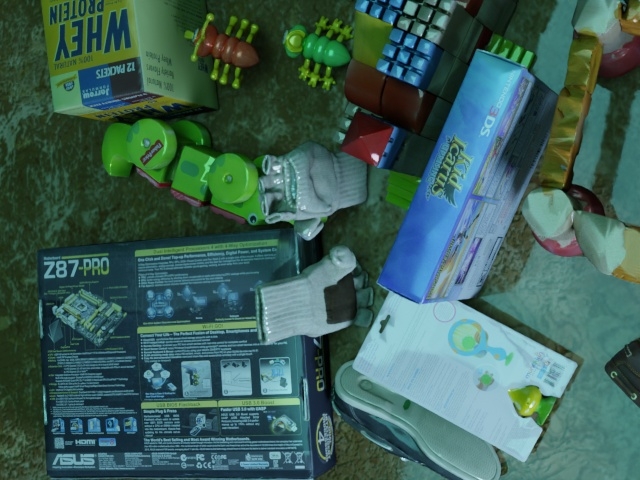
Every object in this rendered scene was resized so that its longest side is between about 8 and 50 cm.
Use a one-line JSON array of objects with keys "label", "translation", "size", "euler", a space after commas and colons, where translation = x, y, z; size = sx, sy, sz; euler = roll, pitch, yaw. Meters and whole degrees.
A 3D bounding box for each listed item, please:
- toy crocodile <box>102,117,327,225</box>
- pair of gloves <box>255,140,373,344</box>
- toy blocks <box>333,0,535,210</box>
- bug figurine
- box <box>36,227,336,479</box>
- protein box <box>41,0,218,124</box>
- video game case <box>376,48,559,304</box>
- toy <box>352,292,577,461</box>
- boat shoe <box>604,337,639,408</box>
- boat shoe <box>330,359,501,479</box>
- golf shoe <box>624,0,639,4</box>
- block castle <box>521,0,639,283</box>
[{"label": "toy crocodile", "translation": [-0.146, -0.084, 1.450], "size": [0.340, 0.115, 0.105], "euler": [23, 104, 22]}, {"label": "pair of gloves", "translation": [0.000, 0.000, 1.345], "size": [0.042, 0.204, 0.240], "euler": [4, 94, 38]}, {"label": "toy blocks", "translation": [0.117, -0.225, 1.270], "size": [0.190, 0.261, 0.381], "euler": [27, 98, 19]}, {"label": "bug figurine", "translation": [-0.046, -0.320, 1.408], "size": [0.216, 0.072, 0.279], "euler": [17, 95, 2]}, {"label": "box", "translation": [-0.185, 0.153, 1.471], "size": [0.394, 0.097, 0.318], "euler": [-5, 89, 21]}, {"label": "protein box", "translation": [-0.247, -0.266, 1.444], "size": [0.136, 0.200, 0.201], "euler": [-9, 87, 22]}, {"label": "video game case", "translation": [0.176, -0.063, 1.254], "size": [0.061, 0.244, 0.270], "euler": [26, 98, 20]}, {"label": "toy", "translation": [0.175, 0.150, 1.352], "size": [0.237, 0.056, 0.137], "euler": [28, 100, 13]}, {"label": "boat shoe", "translation": [0.408, 0.205, 1.257], "size": [0.073, 0.073, 0.207], "euler": [-42, 69, 17]}, {"label": "boat shoe", "translation": [0.116, 0.236, 1.376], "size": [0.233, 0.084, 0.079], "euler": [31, 138, 12]}, {"label": "golf shoe", "translation": [0.467, -0.322, 1.224], "size": [0.273, 0.105, 0.120], "euler": [-32, 87, 18]}, {"label": "block castle", "translation": [0.459, -0.081, 1.166], "size": [0.453, 0.213, 0.303], "euler": [14, 92, 20]}]
